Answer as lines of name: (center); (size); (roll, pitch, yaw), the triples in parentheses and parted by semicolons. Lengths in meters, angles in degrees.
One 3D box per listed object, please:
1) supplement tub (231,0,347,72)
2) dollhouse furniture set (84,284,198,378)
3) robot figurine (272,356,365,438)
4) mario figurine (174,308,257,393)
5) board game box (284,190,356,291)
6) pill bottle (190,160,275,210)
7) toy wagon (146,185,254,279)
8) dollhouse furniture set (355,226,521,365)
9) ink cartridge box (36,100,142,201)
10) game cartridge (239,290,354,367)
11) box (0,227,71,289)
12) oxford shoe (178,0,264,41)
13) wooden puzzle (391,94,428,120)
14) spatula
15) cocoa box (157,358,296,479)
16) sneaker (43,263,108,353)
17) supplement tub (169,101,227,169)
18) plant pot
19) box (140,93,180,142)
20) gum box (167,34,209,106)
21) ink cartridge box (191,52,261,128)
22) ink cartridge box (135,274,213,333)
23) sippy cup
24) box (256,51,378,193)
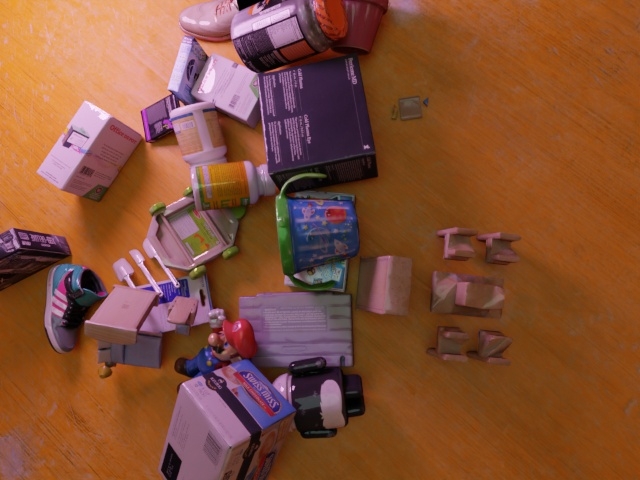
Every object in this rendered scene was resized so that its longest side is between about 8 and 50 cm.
supplement tub: (-0.091, -0.634, 1.439); (0.316, 0.194, 0.193); (-7, 82, 29)
dollhouse furniture set: (-0.537, 0.326, 1.429); (0.287, 0.198, 0.303); (11, 116, -4)
robot figurine: (-0.013, 0.461, 1.405); (0.278, 0.173, 0.209); (-8, 64, 3)
mario figurine: (-0.331, 0.332, 1.429); (0.320, 0.170, 0.198); (-41, 84, 21)
board game box: (0.000, 0.000, 1.515); (0.193, 0.053, 0.305); (6, 85, 10)
pill bottle: (-0.268, -0.173, 1.488); (0.246, 0.136, 0.136); (-9, 82, -12)
toy wagon: (-0.367, -0.047, 1.541); (0.344, 0.068, 0.267); (-32, 80, -17)
dollhouse furniture set: (0.332, 0.149, 1.406); (0.395, 0.256, 0.361); (7, 85, -12)
ink cartridge box: (-0.746, -0.285, 1.577); (0.117, 0.201, 0.278); (33, 89, 10)
game cartridge: (-0.075, 0.275, 1.495); (0.355, 0.068, 0.230); (-2, 80, 8)
box: (-1.021, 0.071, 1.558); (0.308, 0.242, 0.076); (-26, 81, 4)
oxford shoe: (-0.294, -0.763, 1.594); (0.397, 0.146, 0.140); (-3, 84, 8)
wooden puzzle: (0.287, -0.424, 1.543); (0.117, 0.014, 0.078); (-1, 88, 8)
spatula: (-0.563, 0.109, 1.559); (0.168, 0.019, 0.242); (-37, 61, -10)
cocoa box: (-0.260, 0.546, 1.314); (0.231, 0.228, 0.347); (37, 120, 32)
sneaker: (-0.786, 0.214, 1.574); (0.179, 0.124, 0.295); (-9, 81, 17)
supplement tub: (-0.384, -0.328, 1.539); (0.145, 0.144, 0.199); (-12, 103, 7)
plant pot: (0.104, -0.690, 1.518); (0.202, 0.201, 0.180); (9, 100, 9)
box: (-0.533, -0.410, 1.622); (0.162, 0.029, 0.116); (-16, 81, 29)
gum box: (-0.427, -0.547, 1.584); (0.041, 0.157, 0.184); (14, 85, 9)
ink cartridge box: (-0.287, -0.493, 1.590); (0.220, 0.092, 0.160); (28, 88, 10)
ink cartridge box: (-0.500, 0.214, 1.558); (0.333, 0.065, 0.165); (-12, 82, 8)
sippy cup: (-0.006, -0.024, 1.389); (0.224, 0.305, 0.240); (-5, 49, -2)
box: (-0.006, -0.348, 1.470); (0.313, 0.179, 0.343); (-10, 74, 8)
